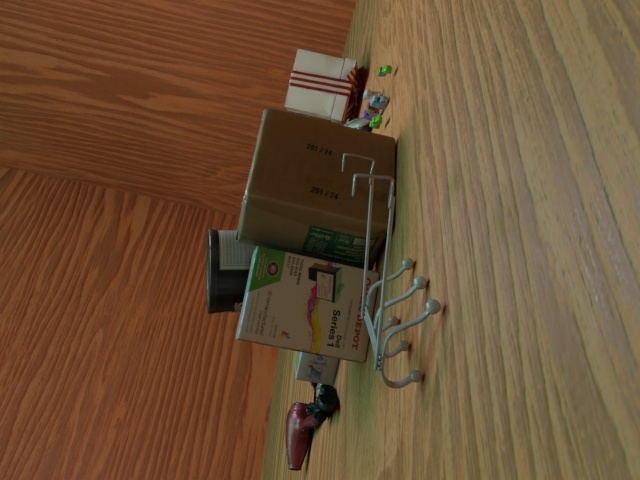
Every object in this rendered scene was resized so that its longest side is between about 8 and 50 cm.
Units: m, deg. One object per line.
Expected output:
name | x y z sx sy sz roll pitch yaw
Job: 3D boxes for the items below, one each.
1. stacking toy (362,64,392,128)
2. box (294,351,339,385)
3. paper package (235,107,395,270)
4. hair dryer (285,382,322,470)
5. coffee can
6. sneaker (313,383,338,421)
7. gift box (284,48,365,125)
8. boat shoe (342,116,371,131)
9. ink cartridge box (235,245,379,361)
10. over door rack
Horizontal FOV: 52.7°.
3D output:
stacking toy | 0.156 -0.367 1.798 0.221 0.052 0.167 132 148 -75
box | 0.001 0.265 1.725 0.114 0.103 0.203 -109 32 -78
paper package | -0.007 -0.118 1.474 0.168 0.325 0.309 109 171 -50
hair dryer | -0.050 0.518 1.840 0.223 0.080 0.293 -107 29 -77
coffee can | -0.133 0.073 1.561 0.201 0.275 0.201 180 90 -78
sneaker | 0.011 0.418 1.613 0.170 0.051 0.089 -87 10 -83
gift box | 0.019 -0.549 2.396 0.276 0.258 0.255 -65 -12 -82
boat shoe | 0.120 -0.346 2.050 0.079 0.084 0.233 64 171 -9
ink cartridge box | -0.027 0.142 1.408 0.117 0.278 0.201 140 141 -76
over door rack | 0.109 0.031 1.009 0.239 0.108 0.324 -101 2 -76
